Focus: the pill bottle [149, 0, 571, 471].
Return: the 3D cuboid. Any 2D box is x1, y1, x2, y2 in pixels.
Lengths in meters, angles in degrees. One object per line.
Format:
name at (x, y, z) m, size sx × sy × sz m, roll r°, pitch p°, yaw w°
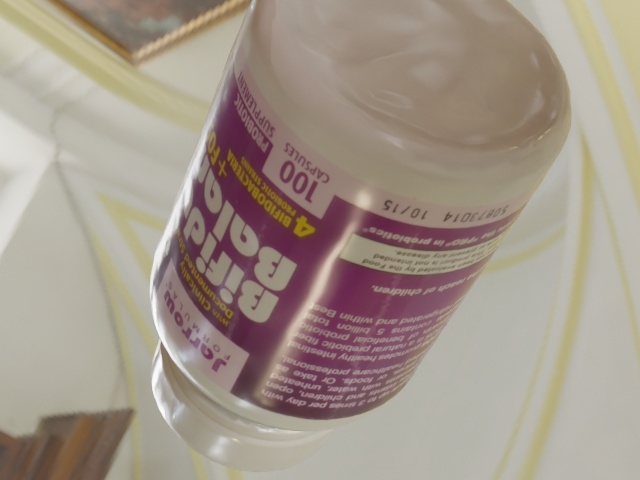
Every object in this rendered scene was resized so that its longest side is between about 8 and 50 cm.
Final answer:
pill bottle at (0.000, 0.000, 0.713) m, size 0.301 × 0.169 × 0.169 m, roll 117°, pitch -15°, yaw -44°
